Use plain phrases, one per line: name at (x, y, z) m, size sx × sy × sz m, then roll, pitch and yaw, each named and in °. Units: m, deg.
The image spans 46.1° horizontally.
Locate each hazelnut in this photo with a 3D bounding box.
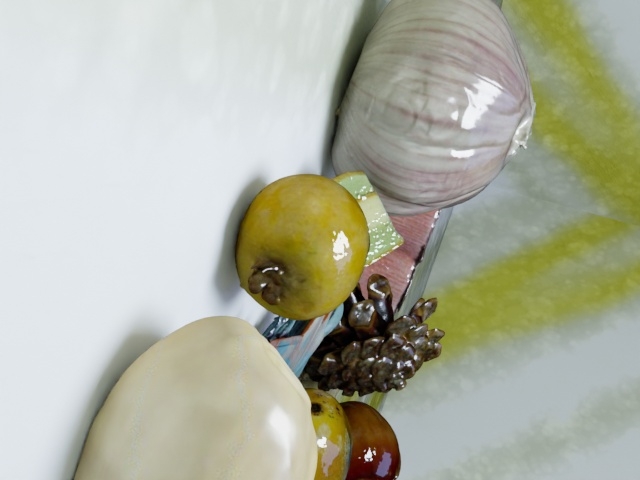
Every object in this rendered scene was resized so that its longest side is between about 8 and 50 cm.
hazelnut at (0.050, 0.441, 1.539) m, size 0.251 × 0.217 × 0.217 m, roll 104°, pitch 8°, yaw -60°

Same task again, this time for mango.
mango at (-0.032, 0.330, 1.123) m, size 0.316 × 0.146 × 0.193 m, roll 97°, pitch 13°, yaw -58°

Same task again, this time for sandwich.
sandwich at (0.000, 0.000, 0.970) m, size 0.144 × 0.117 × 0.187 m, roll -27°, pitch 178°, yaw -19°

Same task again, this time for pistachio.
pistachio at (-0.108, 0.205, 0.614) m, size 0.299 × 0.187 × 0.187 m, roll -68°, pitch 168°, yaw 3°

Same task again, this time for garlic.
garlic at (0.161, -0.178, 1.033) m, size 0.317 × 0.259 × 0.318 m, roll 13°, pitch 90°, yaw -74°

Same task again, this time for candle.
candle at (0.145, -0.015, 1.493) m, size 0.287 × 0.131 × 0.317 m, roll -57°, pitch 170°, yaw -70°

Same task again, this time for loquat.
loquat at (-0.019, 0.007, 0.779) m, size 0.163 × 0.137 × 0.163 m, roll -57°, pitch 178°, yaw -4°

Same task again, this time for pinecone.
pinecone at (0.067, 0.143, 1.173) m, size 0.201 × 0.228 × 0.203 m, roll 39°, pitch -43°, yaw 56°

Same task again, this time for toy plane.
toy plane at (-0.044, 0.138, 0.924) m, size 0.223 × 0.104 × 0.326 m, roll 95°, pitch 13°, yaw -44°

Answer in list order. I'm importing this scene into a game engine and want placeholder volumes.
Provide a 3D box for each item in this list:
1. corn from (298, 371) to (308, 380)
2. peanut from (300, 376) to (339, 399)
corn at (-0.022, 0.196, 1.252) m, size 0.028 × 0.027 × 0.083 m, roll 47°, pitch 58°, yaw -52°
peanut at (0.004, 0.237, 1.293) m, size 0.082 × 0.082 × 0.187 m, roll 69°, pitch 39°, yaw -70°
